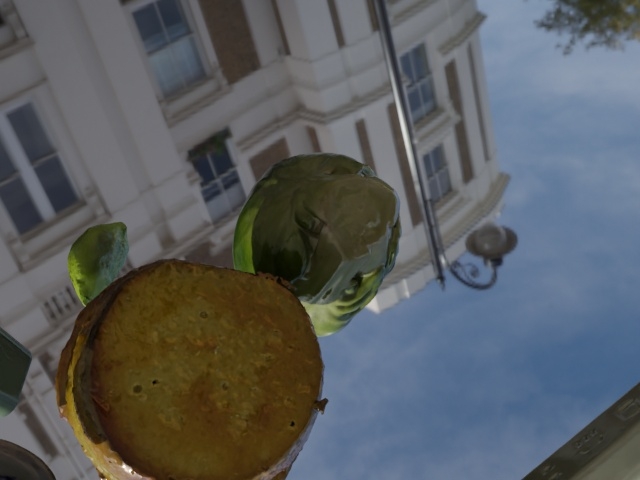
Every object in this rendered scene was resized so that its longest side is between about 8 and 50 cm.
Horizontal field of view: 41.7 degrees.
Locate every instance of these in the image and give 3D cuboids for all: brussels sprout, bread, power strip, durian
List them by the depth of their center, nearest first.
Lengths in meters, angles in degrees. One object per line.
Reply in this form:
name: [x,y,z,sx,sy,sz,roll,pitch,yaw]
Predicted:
power strip: [0.308,0.259,0.950,0.338,0.058,0.098,-40,180,1]
bread: [-0.188,0.204,1.227,0.398,0.215,0.398,5,-110,-12]
brussels sprout: [-0.002,-0.006,1.438,0.289,0.281,0.354,-56,-169,-25]
durian: [-0.553,0.047,2.092,0.101,0.139,0.250,-31,-154,37]

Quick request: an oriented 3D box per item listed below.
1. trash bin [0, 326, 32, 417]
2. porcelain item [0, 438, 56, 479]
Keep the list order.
trash bin: [-0.671,0.170,1.366,0.222,0.343,0.158,-12,-132,23]
porcelain item: [-0.417,0.331,1.047,0.114,0.147,0.147,-60,-144,8]
